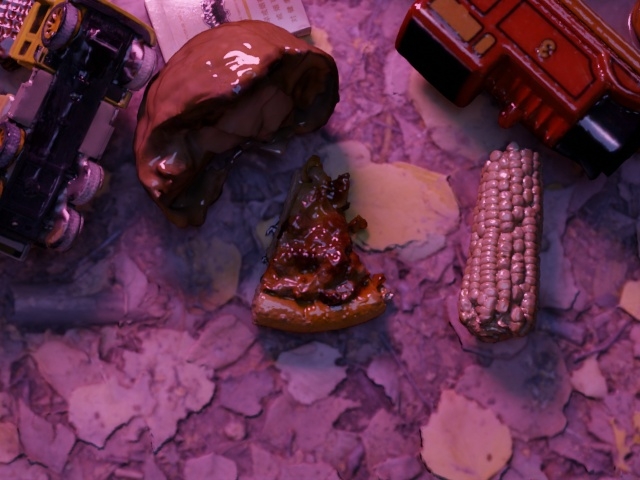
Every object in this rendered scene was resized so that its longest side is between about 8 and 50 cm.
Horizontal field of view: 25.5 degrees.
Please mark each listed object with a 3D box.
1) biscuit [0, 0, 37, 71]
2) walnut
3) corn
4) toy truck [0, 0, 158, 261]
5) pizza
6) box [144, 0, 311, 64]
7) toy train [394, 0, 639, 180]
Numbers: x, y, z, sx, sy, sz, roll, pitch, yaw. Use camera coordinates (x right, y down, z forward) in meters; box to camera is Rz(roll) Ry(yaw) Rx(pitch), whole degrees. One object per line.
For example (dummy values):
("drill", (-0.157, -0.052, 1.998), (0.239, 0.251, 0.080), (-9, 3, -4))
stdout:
("biscuit", (-0.384, -0.367, 1.558), (0.107, 0.073, 0.388), (-28, 79, -8))
("walnut", (-0.103, -0.145, 1.463), (0.238, 0.204, 0.141), (-37, 70, -11))
("corn", (0.195, 0.006, 1.506), (0.087, 0.087, 0.211), (9, 70, -1))
("toy truck", (-0.288, -0.122, 1.452), (0.124, 0.157, 0.272), (26, 88, -37))
("pizza", (-0.001, 0.000, 1.495), (0.154, 0.069, 0.194), (-4, 78, -4))
("box", (-0.103, -0.248, 1.571), (0.166, 0.024, 0.090), (-18, 78, -7))
("toy train", (0.238, -0.220, 1.513), (0.369, 0.163, 0.231), (44, 76, 6))
